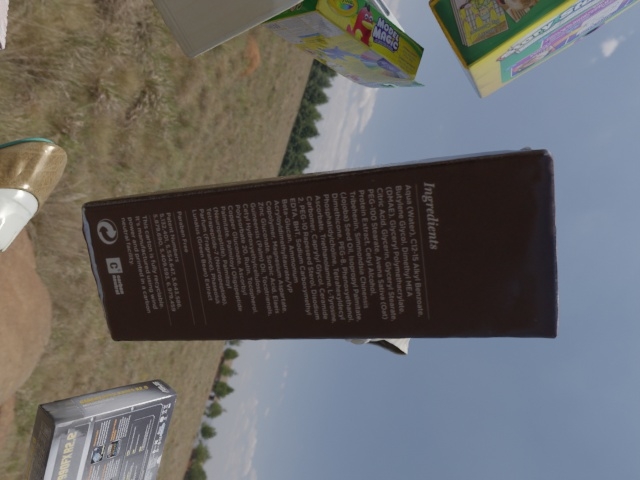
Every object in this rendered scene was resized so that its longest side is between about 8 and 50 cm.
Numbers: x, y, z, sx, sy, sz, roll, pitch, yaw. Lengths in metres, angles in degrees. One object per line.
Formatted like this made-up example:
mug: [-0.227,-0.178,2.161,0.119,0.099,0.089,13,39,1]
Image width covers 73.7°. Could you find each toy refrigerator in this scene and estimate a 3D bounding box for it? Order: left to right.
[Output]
toy refrigerator: [-0.046,-0.259,0.365,0.094,0.102,0.269,61,29,-31]

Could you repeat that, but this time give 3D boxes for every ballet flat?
ballet flat: [-0.507,-0.021,0.584,0.124,0.342,0.116,58,-15,24]

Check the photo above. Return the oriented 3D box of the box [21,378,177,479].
box: [-0.324,0.334,0.622,0.183,0.056,0.231,7,100,-54]

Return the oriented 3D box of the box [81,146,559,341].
box: [0.000,0.000,0.418,0.191,0.381,0.143,-34,117,-70]

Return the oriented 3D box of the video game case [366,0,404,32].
video game case: [0.067,-0.621,1.106,0.204,0.285,0.025,23,-96,47]

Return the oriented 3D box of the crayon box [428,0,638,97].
crayon box: [0.349,-0.351,0.565,0.363,0.106,0.313,-30,177,25]

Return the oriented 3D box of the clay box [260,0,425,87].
clay box: [0.043,-0.275,0.592,0.127,0.222,0.053,22,-82,47]

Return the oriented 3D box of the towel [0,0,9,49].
towel: [-0.630,-0.571,0.747,0.317,0.053,0.332,112,-37,-54]

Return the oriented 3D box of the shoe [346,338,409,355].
shoe: [0.077,0.124,0.596,0.219,0.076,0.058,27,68,-52]
